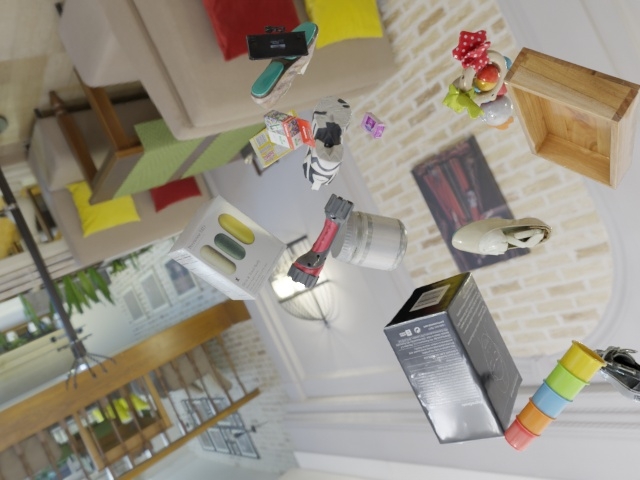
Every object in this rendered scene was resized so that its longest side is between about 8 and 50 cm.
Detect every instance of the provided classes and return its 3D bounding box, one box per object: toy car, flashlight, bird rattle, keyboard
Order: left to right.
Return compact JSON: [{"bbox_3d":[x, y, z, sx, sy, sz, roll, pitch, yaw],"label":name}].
[{"bbox_3d":[-0.130,-0.592,1.566,0.180,0.108,0.023,-7,173,-9],"label":"keyboard"},{"bbox_3d":[0.000,0.000,1.668,0.103,0.103,0.304,-90,-154,-81],"label":"flashlight"},{"bbox_3d":[0.481,-0.512,1.612,0.206,0.254,0.143,-10,-151,-28],"label":"bird rattle"},{"bbox_3d":[0.593,-0.487,1.868,0.210,0.238,0.219,-5,-145,43],"label":"toy car"}]

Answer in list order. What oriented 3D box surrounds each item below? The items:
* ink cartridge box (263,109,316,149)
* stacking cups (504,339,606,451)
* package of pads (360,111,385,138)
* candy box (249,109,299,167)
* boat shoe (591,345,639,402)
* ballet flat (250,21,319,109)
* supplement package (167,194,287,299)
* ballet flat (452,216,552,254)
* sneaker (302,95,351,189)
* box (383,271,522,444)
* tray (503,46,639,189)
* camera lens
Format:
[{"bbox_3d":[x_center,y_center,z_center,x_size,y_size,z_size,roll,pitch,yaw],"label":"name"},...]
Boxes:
[{"bbox_3d":[-0.063,-0.218,1.053,0.029,0.063,0.115,-39,-136,-26],"label":"ink cartridge box"},{"bbox_3d":[0.579,0.400,1.332,0.316,0.096,0.096,-56,171,15],"label":"stacking cups"},{"bbox_3d":[0.157,-0.346,1.574,0.031,0.083,0.050,-4,129,-32],"label":"package of pads"},{"bbox_3d":[-0.136,-0.326,1.695,0.205,0.105,0.027,-25,-176,37],"label":"candy box"},{"bbox_3d":[0.888,0.370,1.560,0.113,0.105,0.306,5,-171,8],"label":"boat shoe"},{"bbox_3d":[-0.105,-0.542,1.647,0.316,0.107,0.106,-51,152,-8],"label":"ballet flat"},{"bbox_3d":[-0.287,0.030,1.607,0.198,0.262,0.199,-12,-136,61],"label":"supplement package"},{"bbox_3d":[0.424,-0.008,1.201,0.248,0.086,0.086,-9,175,-19],"label":"ballet flat"},{"bbox_3d":[0.008,-0.220,1.241,0.093,0.235,0.153,10,145,-15],"label":"sneaker"},{"bbox_3d":[0.405,0.344,1.566,0.211,0.396,0.293,-24,-175,34],"label":"box"},{"bbox_3d":[0.503,-0.225,1.033,0.076,0.202,0.410,-59,151,5],"label":"tray"},{"bbox_3d":[0.200,0.000,2.139,0.274,0.220,0.219,10,169,-15],"label":"camera lens"}]
